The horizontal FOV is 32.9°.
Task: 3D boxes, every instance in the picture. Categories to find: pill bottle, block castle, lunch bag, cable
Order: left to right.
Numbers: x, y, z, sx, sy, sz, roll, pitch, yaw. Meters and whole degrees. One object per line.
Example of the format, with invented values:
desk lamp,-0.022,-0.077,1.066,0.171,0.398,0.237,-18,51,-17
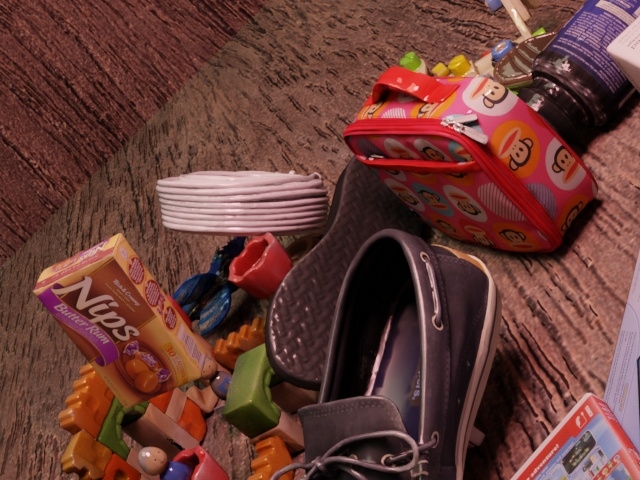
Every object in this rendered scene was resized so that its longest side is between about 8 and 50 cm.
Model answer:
block castle,-0.176,0.217,1.413,0.303,0.213,0.453,-30,29,33
cable,-0.114,-0.056,1.612,0.257,0.257,0.089,-115,26,-83
lunch bag,0.163,-0.108,1.307,0.120,0.258,0.293,-52,24,-13
pill bottle,0.344,-0.222,1.358,0.219,0.123,0.123,-47,24,-4

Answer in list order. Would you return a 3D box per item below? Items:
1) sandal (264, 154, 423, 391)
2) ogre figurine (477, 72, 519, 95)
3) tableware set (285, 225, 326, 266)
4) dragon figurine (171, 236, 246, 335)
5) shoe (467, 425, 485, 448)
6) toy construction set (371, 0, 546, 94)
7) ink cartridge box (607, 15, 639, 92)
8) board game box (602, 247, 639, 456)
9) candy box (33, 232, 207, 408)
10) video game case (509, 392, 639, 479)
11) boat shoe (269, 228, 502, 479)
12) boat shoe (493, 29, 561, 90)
sandal,0.044,0.051,1.431,0.107,0.167,0.446,-59,2,42
ogre figurine,0.207,-0.156,1.486,0.197,0.118,0.097,-13,40,52
tableware set,0.000,0.000,1.678,0.194,0.039,0.128,-30,28,33
dragon figurine,-0.182,0.091,1.720,0.289,0.085,0.144,-47,3,8
shoe,0.103,0.212,1.154,0.081,0.063,0.178,-56,22,-11
toy construction set,0.223,-0.258,1.607,0.328,0.151,0.215,-48,21,25
ink cartridge box,0.466,-0.201,1.124,0.211,0.121,0.289,-44,24,7
board game box,0.308,0.062,0.921,0.145,0.027,0.281,178,108,-75
candy box,-0.225,0.094,1.236,0.109,0.187,0.053,-24,27,16
video game case,0.208,0.276,0.867,0.204,0.025,0.285,-54,22,17
boat shoe,0.049,0.209,1.012,0.186,0.156,0.500,-14,51,44
boat shoe,0.329,-0.246,1.471,0.190,0.072,0.068,-24,58,8
